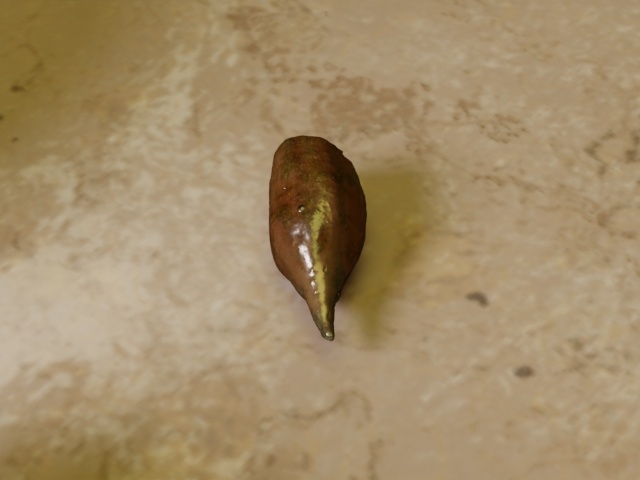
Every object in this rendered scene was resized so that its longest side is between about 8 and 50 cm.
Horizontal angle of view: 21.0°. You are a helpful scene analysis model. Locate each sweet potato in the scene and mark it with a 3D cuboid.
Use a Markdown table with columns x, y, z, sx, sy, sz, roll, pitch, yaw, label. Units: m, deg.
| x | y | z | sx | sy | sz | roll | pitch | yaw | label |
| --- | --- | --- | --- | --- | --- | --- | --- | --- | --- |
| 0.000 | 0.000 | 0.814 | 0.049 | 0.049 | 0.117 | -3 | 51 | -4 | sweet potato |
